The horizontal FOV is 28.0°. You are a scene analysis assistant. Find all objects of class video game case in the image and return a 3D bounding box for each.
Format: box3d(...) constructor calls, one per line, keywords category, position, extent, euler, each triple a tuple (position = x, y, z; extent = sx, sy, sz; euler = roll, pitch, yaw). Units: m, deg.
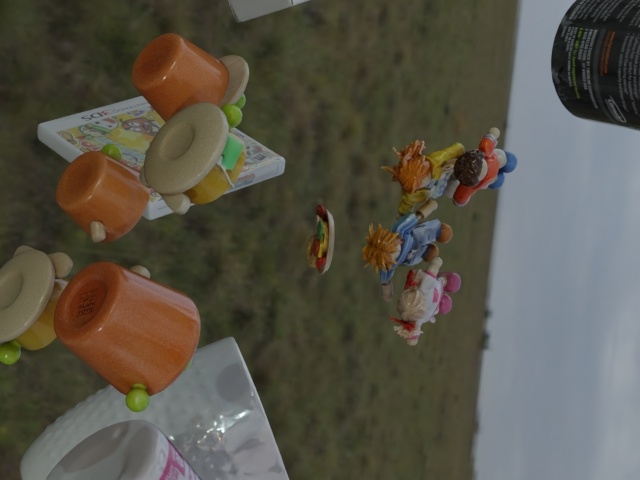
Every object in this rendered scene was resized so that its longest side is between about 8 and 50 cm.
box3d(category="video game case", position=(-0.193, -0.111, 1.551), extent=(0.206, 0.227, 0.026), euler=(-22, 133, -39))

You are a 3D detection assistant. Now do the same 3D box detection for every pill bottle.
box3d(category="pill bottle", position=(-0.155, 0.336, 1.336), extent=(0.283, 0.160, 0.160), euler=(55, 29, -27))
box3d(category="pill bottle", position=(0.333, -0.152, 1.133), extent=(0.246, 0.130, 0.130), euler=(22, -69, 52))

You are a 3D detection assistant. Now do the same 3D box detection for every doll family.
box3d(category="doll family", position=(0.111, -0.020, 1.446), extent=(0.163, 0.118, 0.262), euler=(-8, 121, -67))

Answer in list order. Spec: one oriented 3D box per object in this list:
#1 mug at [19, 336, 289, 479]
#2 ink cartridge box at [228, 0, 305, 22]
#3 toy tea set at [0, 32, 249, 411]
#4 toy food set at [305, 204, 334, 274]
box3d(category="mug", position=(-0.210, 0.348, 1.722), extent=(0.276, 0.328, 0.374), euler=(77, -10, -48))
box3d(category="ink cartridge box", position=(-0.008, -0.266, 1.237), extent=(0.109, 0.150, 0.063), euler=(-1, -69, 57))
box3d(category="toy tea set", position=(-0.137, -0.015, 1.096), extent=(0.124, 0.200, 0.336), euler=(39, 76, -42))
box3d(category="toy food set", position=(0.000, 0.000, 1.567), extent=(0.083, 0.020, 0.082), euler=(-116, -148, -69))
